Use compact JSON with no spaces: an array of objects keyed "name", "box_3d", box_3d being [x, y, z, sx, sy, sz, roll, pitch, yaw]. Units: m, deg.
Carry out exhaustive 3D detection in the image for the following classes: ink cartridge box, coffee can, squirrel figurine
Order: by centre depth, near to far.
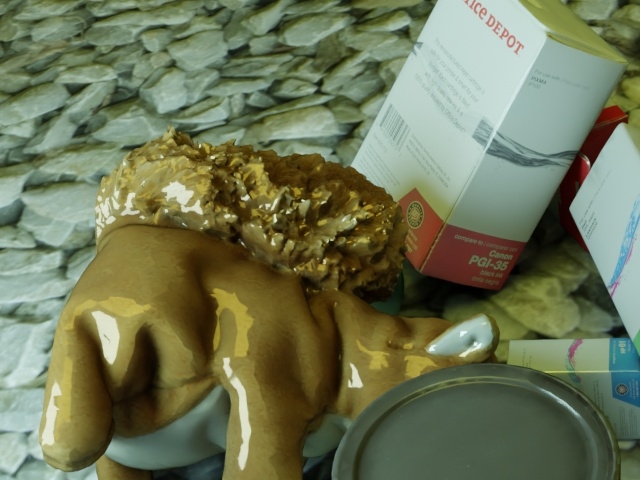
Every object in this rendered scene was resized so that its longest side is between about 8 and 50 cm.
[{"name":"coffee can","box_3d":[0.130,0.259,1.192,0.202,0.275,0.201,-8,38,6]},{"name":"squirrel figurine","box_3d":[-0.021,0.074,1.426,0.371,0.281,0.396,1,63,5]},{"name":"ink cartridge box","box_3d":[0.235,0.137,1.469,0.123,0.088,0.052,-3,38,12]},{"name":"ink cartridge box","box_3d":[0.377,0.026,1.488,0.201,0.117,0.278,12,33,-19]},{"name":"ink cartridge box","box_3d":[0.167,-0.123,1.653,0.117,0.283,0.207,14,26,-30]},{"name":"ink cartridge box","box_3d":[0.270,-0.103,1.727,0.078,0.134,0.231,-19,39,-11]}]

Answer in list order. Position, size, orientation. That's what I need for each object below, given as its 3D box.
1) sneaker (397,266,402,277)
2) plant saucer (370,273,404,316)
[{"name":"sneaker","box_3d":[0.000,0.000,1.648,0.170,0.074,0.063,7,42,23]},{"name":"plant saucer","box_3d":[-0.071,0.050,1.701,0.318,0.043,0.317,-8,38,6]}]
